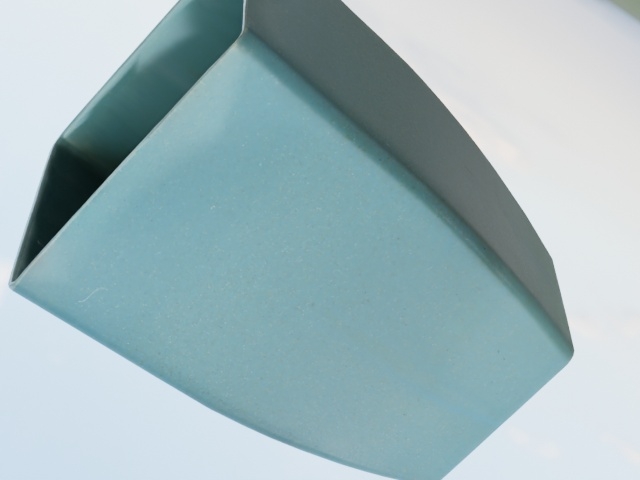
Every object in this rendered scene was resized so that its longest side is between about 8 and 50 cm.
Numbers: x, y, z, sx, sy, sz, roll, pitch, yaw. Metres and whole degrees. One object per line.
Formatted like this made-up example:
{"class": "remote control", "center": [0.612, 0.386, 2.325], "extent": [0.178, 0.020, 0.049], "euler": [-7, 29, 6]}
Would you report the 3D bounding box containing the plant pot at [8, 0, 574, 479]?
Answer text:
{"class": "plant pot", "center": [0.000, 0.000, 0.897], "extent": [0.234, 0.166, 0.165], "euler": [39, -159, -18]}
